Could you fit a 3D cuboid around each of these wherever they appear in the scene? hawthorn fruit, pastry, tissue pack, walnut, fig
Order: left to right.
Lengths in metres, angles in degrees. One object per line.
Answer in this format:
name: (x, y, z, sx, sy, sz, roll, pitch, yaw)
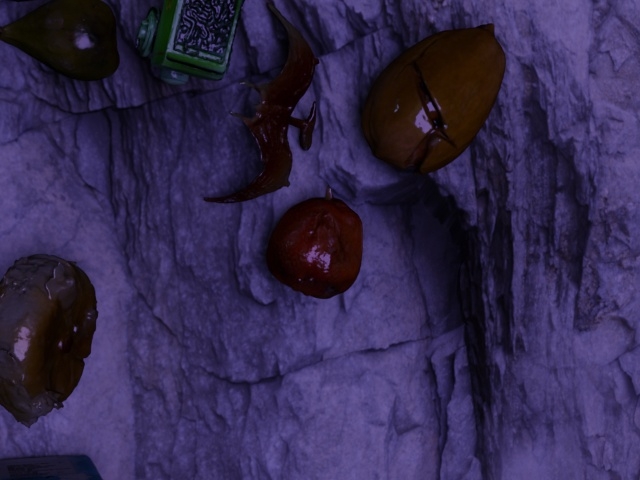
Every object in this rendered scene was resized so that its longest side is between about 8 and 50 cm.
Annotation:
tissue pack: (-0.484, 0.423, 1.573, 0.271, 0.201, 0.124, 2, 91, -23)
pastry: (-0.423, 0.147, 1.537, 0.257, 0.121, 0.235, 85, 19, -47)
fig: (-0.401, -0.308, 1.531, 0.185, 0.126, 0.132, -9, 115, -25)
hawthorn fruit: (-0.002, 0.015, 1.734, 0.179, 0.173, 0.173, -43, 112, -10)
walnut: (0.212, -0.267, 1.759, 0.209, 0.209, 0.336, 43, 74, -23)

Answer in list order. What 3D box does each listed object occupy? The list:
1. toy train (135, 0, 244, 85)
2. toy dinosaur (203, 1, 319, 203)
toy train: (-0.199, -0.366, 1.571, 0.133, 0.188, 0.243, 12, 93, -25)
toy dinosaur: (-0.096, -0.231, 1.699, 0.207, 0.113, 0.327, -24, 120, -45)
